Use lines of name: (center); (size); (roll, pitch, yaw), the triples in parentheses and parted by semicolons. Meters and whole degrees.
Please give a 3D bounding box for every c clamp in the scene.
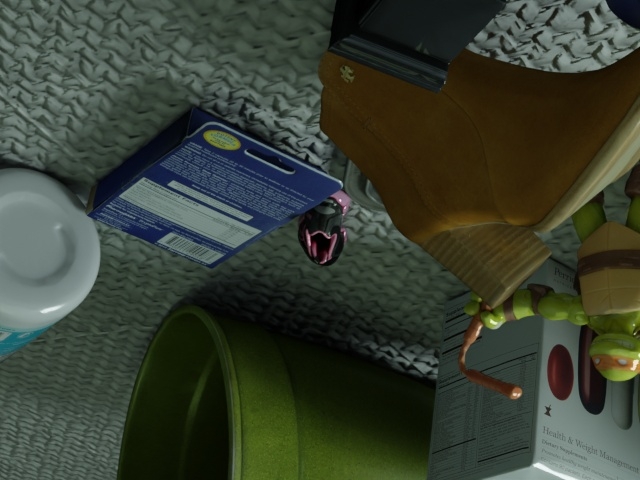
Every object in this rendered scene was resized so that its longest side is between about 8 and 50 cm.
c clamp: (0.087, -0.057, 1.154); (0.137, 0.022, 0.161); (12, 151, -5)

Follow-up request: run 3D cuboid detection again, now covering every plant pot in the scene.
plant pot: (0.004, 0.268, 1.486); (0.353, 0.366, 0.366); (8, 154, -23)

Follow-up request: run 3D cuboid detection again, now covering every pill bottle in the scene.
pill bottle: (-0.324, 0.042, 1.333); (0.146, 0.146, 0.264); (24, 149, -25)

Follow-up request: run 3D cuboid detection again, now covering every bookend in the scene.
bookend: (0.077, -0.191, 0.771); (0.072, 0.157, 0.156); (19, 151, -17)

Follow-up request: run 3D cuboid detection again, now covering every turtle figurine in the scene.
turtle figurine: (0.229, 0.012, 1.025); (0.269, 0.217, 0.087); (-10, 157, 36)

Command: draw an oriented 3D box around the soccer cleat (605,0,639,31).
soccer cleat: (0.314, -0.163, 0.842); (0.289, 0.093, 0.121); (2, 171, 10)

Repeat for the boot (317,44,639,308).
boot: (0.102, -0.095, 0.934); (0.211, 0.104, 0.295); (47, 144, 11)

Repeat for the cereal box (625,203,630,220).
cereal box: (0.372, 0.042, 1.113); (0.240, 0.047, 0.173); (9, 135, 34)

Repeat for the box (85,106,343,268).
box: (-0.091, -0.046, 1.214); (0.136, 0.036, 0.225); (25, 149, -27)

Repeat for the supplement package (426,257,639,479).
supplement package: (0.225, 0.160, 1.318); (0.194, 0.203, 0.149); (25, 148, -28)

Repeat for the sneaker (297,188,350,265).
sneaker: (0.000, 0.000, 1.250); (0.047, 0.057, 0.119); (6, 153, 3)
